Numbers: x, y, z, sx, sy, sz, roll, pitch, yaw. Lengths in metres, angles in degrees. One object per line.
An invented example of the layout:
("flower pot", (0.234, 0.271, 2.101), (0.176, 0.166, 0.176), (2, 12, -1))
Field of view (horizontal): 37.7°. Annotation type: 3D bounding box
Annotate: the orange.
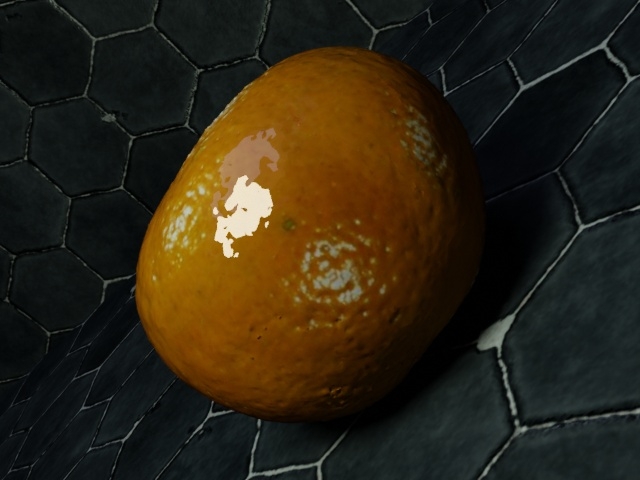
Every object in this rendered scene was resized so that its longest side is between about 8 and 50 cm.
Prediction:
("orange", (0.000, 0.000, 1.031), (0.424, 0.326, 0.424), (-54, 0, 0))
